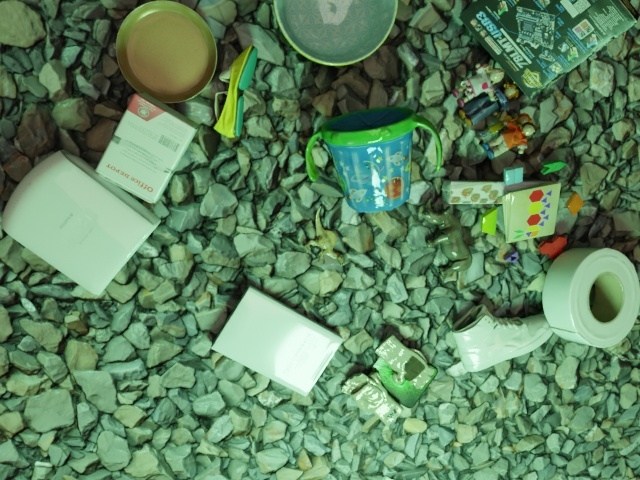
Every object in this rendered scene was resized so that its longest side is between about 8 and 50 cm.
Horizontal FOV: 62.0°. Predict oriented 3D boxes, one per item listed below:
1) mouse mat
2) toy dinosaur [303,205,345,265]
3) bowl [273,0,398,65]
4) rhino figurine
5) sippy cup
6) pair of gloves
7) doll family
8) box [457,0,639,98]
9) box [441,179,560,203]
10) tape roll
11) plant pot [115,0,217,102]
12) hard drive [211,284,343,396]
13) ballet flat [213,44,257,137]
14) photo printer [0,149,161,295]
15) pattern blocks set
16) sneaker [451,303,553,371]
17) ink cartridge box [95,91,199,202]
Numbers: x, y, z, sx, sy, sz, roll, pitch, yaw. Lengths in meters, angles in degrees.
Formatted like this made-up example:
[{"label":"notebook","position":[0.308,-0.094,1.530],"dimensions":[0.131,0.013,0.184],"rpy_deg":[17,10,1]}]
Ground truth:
[{"label":"mouse mat","position":[0.241,0.404,1.587],"dimensions":[0.190,0.007,0.152],"rpy_deg":[32,95,-13]},{"label":"toy dinosaur","position":[0.000,0.000,1.449],"dimensions":[0.093,0.053,0.183],"rpy_deg":[-34,113,-17]},{"label":"bowl","position":[0.027,-0.560,1.270],"dimensions":[0.290,0.156,0.289],"rpy_deg":[-2,102,-8]},{"label":"rhino figurine","position":[0.348,-0.009,1.482],"dimensions":[0.106,0.073,0.243],"rpy_deg":[-24,103,1]},{"label":"sippy cup","position":[0.133,-0.198,1.341],"dimensions":[0.240,0.305,0.224],"rpy_deg":[-26,119,-32]},{"label":"pair of gloves","position":[0.200,0.404,1.556],"dimensions":[0.204,0.042,0.240],"rpy_deg":[36,97,-17]},{"label":"doll family","position":[0.469,-0.343,1.424],"dimensions":[0.163,0.118,0.262],"rpy_deg":[-28,87,4]},{"label":"box","position":[0.540,-0.545,1.288],"dimensions":[0.295,0.293,0.073],"rpy_deg":[46,49,-6]},{"label":"box","position":[0.502,-0.136,1.483],"dimensions":[0.324,0.067,0.063],"rpy_deg":[-1,102,-8]},{"label":"tape roll","position":[0.780,0.161,1.531],"dimensions":[0.286,0.100,0.286],"rpy_deg":[-1,92,-24]},{"label":"plant pot","position":[-0.371,-0.455,1.294],"dimensions":[0.236,0.032,0.236],"rpy_deg":[-2,102,-8]},{"label":"hard drive","position":[-0.119,0.283,1.487],"dimensions":[0.308,0.040,0.203],"rpy_deg":[31,96,-14]},{"label":"ballet flat","position":[-0.218,-0.373,1.318],"dimensions":[0.077,0.077,0.230],"rpy_deg":[15,102,5]},{"label":"photo printer","position":[-0.594,-0.050,1.306],"dimensions":[0.307,0.107,0.256],"rpy_deg":[41,94,-15]},{"label":"pattern blocks set","position":[0.582,-0.074,1.473],"dimensions":[0.286,0.026,0.324],"rpy_deg":[-4,125,-7]},{"label":"sneaker","position":[0.527,0.250,1.547],"dimensions":[0.293,0.108,0.169],"rpy_deg":[-26,108,-2]},{"label":"ink cartridge box","position":[-0.418,-0.224,1.291],"dimensions":[0.159,0.092,0.217],"rpy_deg":[30,103,-14]}]
